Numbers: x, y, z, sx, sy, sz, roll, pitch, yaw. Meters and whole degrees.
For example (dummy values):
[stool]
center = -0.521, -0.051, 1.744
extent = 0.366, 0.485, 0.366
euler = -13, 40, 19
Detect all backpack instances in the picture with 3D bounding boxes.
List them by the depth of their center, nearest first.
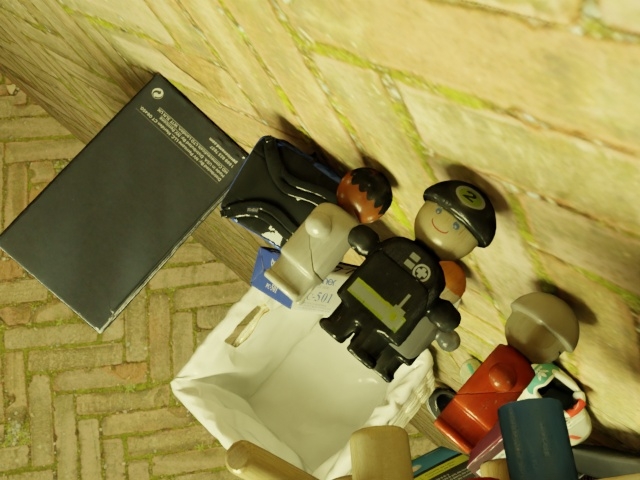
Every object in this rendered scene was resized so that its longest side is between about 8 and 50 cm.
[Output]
[backpack]
center = -0.017, -0.038, 0.720
extent = 0.120, 0.098, 0.101
euler = 32, -168, 11

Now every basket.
[basket]
center = -0.008, 0.254, 1.268
extent = 0.331, 0.328, 0.266
euler = 37, 173, 25

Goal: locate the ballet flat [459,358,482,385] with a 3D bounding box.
[ballet flat]
center = 0.232, 0.212, 1.034
extent = 0.168, 0.057, 0.052
euler = 62, -176, -55

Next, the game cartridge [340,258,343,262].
[game cartridge]
center = 0.000, 0.000, 1.028
extent = 0.056, 0.017, 0.083
euler = 31, 166, 28

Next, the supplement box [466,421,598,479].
[supplement box]
center = 0.302, 0.319, 0.986
extent = 0.188, 0.081, 0.104
euler = 40, -152, 4

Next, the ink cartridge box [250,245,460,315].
[ink cartridge box]
center = 0.039, 0.054, 0.774
extent = 0.207, 0.046, 0.097
euler = 13, -174, -32

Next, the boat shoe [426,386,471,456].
[boat shoe]
center = 0.292, 0.358, 1.343
extent = 0.228, 0.080, 0.076
euler = 46, 172, 10

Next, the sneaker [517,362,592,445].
[sneaker]
center = 0.249, 0.176, 0.757
extent = 0.161, 0.057, 0.075
euler = 49, 173, -26

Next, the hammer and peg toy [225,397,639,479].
[hammer and peg toy]
center = 0.118, 0.188, 0.456
extent = 0.361, 0.128, 0.266
euler = -21, 149, 30

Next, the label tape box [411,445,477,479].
[label tape box]
center = 0.214, 0.487, 1.231
extent = 0.347, 0.249, 0.115
euler = -4, 104, 67

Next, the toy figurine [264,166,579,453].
[toy figurine]
center = 0.080, 0.043, 0.599
extent = 0.213, 0.148, 0.209
euler = 43, 175, -27

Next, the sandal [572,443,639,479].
[sandal]
center = 0.303, 0.261, 0.815
extent = 0.097, 0.055, 0.254
euler = 5, 169, -3

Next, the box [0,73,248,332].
[box]
center = -0.272, -0.046, 1.029
extent = 0.182, 0.294, 0.296
euler = 42, 169, -10
